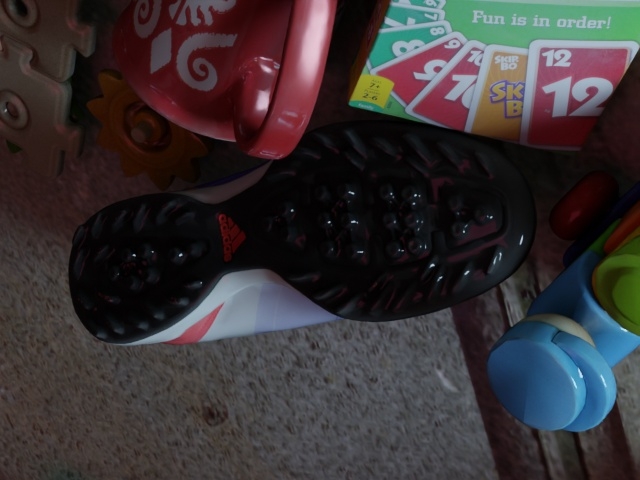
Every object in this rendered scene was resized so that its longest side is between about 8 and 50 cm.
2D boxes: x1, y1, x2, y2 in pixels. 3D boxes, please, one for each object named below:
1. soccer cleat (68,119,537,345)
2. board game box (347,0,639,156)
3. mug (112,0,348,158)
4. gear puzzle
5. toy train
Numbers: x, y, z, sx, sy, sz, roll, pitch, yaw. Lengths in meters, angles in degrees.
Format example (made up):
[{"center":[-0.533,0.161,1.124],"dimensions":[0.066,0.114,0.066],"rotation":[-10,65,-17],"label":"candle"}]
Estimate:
[{"center":[0.000,0.000,1.038],"dimensions":[0.318,0.116,0.108],"rotation":[-12,83,39],"label":"soccer cleat"},{"center":[0.106,-0.141,0.839],"dimensions":[0.124,0.039,0.259],"rotation":[12,139,-9],"label":"board game box"},{"center":[-0.017,-0.136,0.944],"dimensions":[0.150,0.113,0.169],"rotation":[49,135,20],"label":"mug"},{"center":[-0.203,-0.138,1.151],"dimensions":[0.339,0.044,0.175],"rotation":[28,132,17],"label":"gear puzzle"},{"center":[0.179,-0.010,0.850],"dimensions":[0.105,0.143,0.248],"rotation":[45,138,3],"label":"toy train"}]
